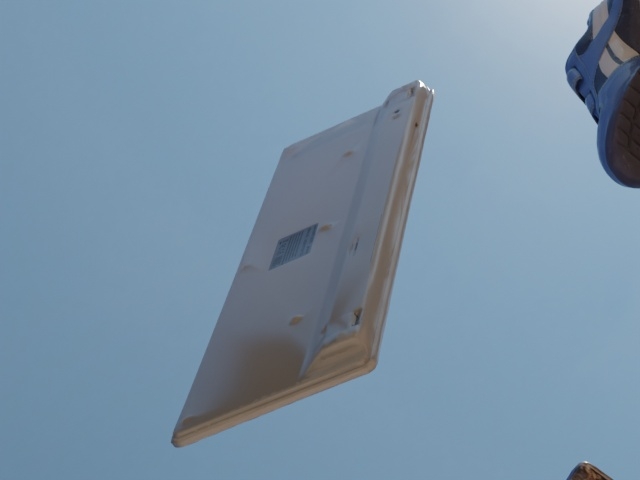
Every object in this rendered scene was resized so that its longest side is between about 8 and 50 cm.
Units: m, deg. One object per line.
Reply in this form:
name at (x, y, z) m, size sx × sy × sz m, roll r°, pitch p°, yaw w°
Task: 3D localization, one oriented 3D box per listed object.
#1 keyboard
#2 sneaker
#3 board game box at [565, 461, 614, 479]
keyboard at (0.000, 0.000, 0.718) m, size 0.014 × 0.072 × 0.256 m, roll 56°, pitch -161°, yaw -16°
sneaker at (0.157, -0.077, 1.000) m, size 0.053 × 0.059 × 0.144 m, roll 43°, pitch -137°, yaw -27°
board game box at (0.163, 0.291, 0.898) m, size 0.291 × 0.141 × 0.232 m, roll 36°, pitch -114°, yaw 12°
